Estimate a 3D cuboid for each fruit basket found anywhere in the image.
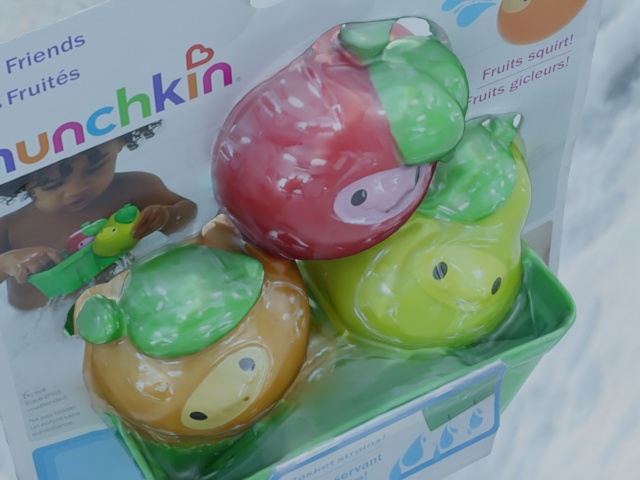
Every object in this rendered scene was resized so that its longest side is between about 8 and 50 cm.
[{"bbox_3d":[0.000,0.000,0.733,0.165,0.327,0.353,56,158,28],"label":"fruit basket"}]
